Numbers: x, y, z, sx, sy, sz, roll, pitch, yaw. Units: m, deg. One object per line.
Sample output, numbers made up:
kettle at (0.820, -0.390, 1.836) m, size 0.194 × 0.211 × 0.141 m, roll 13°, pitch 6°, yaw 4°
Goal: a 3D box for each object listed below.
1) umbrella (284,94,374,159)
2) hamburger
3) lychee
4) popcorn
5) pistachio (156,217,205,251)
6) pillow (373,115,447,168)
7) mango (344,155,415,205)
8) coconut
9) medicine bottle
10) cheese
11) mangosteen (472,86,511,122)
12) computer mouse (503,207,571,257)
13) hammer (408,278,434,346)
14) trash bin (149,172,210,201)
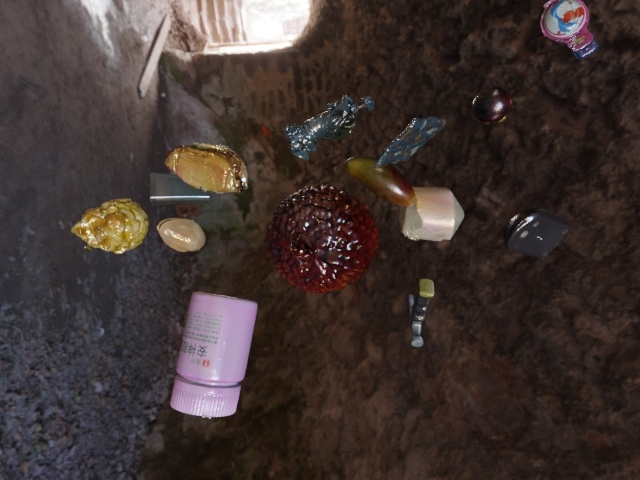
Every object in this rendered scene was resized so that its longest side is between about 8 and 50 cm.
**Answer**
umbrella at (0.036, -0.418, 1.489) m, size 0.143 × 0.348 × 0.094 m, roll 60°, pitch 6°, yaw -57°
hamburger at (-0.411, -0.270, 1.541) m, size 0.282 × 0.245 × 0.155 m, roll 55°, pitch 14°, yaw -10°
lychee at (0.000, 0.000, 1.549) m, size 0.500 × 0.424 × 0.425 m, roll -22°, pitch 108°, yaw -62°
popcorn at (-0.558, -0.039, 1.109) m, size 0.180 × 0.180 × 0.170 m, roll 92°, pitch 3°, yaw -51°
pistachio at (-0.581, -0.031, 1.737) m, size 0.145 × 0.200 × 0.117 m, roll -55°, pitch -152°, yaw 6°
pillow at (0.273, -0.298, 1.239) m, size 0.034 × 0.255 × 0.189 m, roll 52°, pitch -53°, yaw 12°
mango at (0.201, -0.208, 1.386) m, size 0.133 × 0.267 × 0.111 m, roll -32°, pitch 153°, yaw -57°
coconut at (0.571, -0.132, 2.111) m, size 0.297 × 0.309 × 0.297 m, roll 5°, pitch 90°, yaw -88°
medicine bottle at (-0.276, 0.288, 1.079) m, size 0.178 × 0.178 × 0.291 m, roll 127°, pitch -27°, yaw -80°
cheese at (0.521, -0.446, 0.864) m, size 0.145 × 0.095 × 0.038 m, roll 61°, pitch 14°, yaw 9°
mangosteen at (0.688, -0.534, 1.652) m, size 0.152 × 0.152 × 0.152 m, roll 173°, pitch -90°, yaw -83°
computer mouse at (0.739, -0.036, 1.453) m, size 0.170 × 0.269 × 0.100 m, roll -58°, pitch -142°, yaw 29°
hammer at (0.286, 0.185, 1.183) m, size 0.226 × 0.041 × 0.159 m, roll 86°, pitch 7°, yaw -50°
trash bin at (-0.603, -0.217, 1.781) m, size 0.164 × 0.240 × 0.122 m, roll 169°, pitch -80°, yaw -72°
